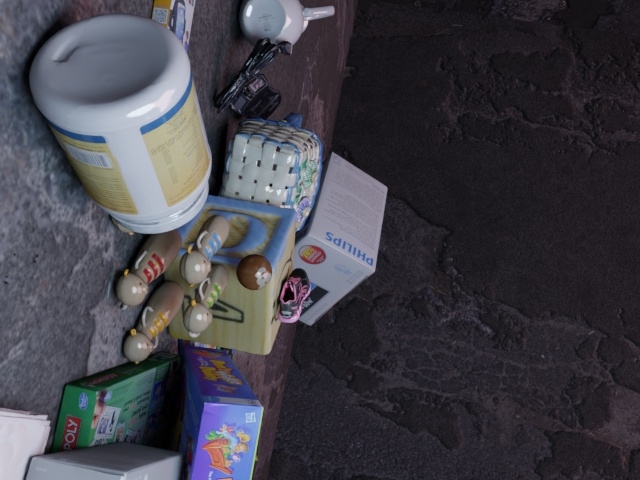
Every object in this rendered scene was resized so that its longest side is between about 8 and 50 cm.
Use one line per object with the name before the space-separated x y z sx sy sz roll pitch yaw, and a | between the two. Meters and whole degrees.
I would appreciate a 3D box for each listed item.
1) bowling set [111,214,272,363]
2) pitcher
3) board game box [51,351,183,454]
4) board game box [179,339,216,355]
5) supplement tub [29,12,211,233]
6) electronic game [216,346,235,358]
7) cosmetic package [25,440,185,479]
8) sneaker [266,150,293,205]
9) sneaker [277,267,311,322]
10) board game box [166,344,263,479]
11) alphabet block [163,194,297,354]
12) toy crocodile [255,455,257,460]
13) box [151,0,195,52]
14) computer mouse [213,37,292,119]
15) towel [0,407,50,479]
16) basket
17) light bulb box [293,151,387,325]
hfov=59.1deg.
bowling set | -0.179 0.047 0.795 0.154 0.199 0.287 -71 165 -53
pitcher | -0.066 -0.453 1.141 0.207 0.177 0.126 -68 146 -69
board game box | -0.289 0.289 0.819 0.317 0.046 0.214 45 56 -84
board game box | -0.250 0.227 1.162 0.136 0.035 0.201 -70 169 -62
supplement tub | -0.193 -0.111 0.587 0.200 0.144 0.145 92 10 -58
electronic game | -0.223 0.211 1.355 0.229 0.048 0.230 10 90 -84
cosmetic package | -0.234 0.298 0.621 0.238 0.107 0.127 75 23 -74
sneaker | -0.123 -0.136 1.639 0.163 0.086 0.226 107 -12 -56
sneaker | -0.047 0.085 0.991 0.119 0.047 0.057 -76 162 -47
board game box | -0.179 0.313 0.862 0.347 0.078 0.234 -174 -86 -72
alphabet block | -0.157 0.058 1.011 0.192 0.193 0.197 -70 169 -53
toy crocodile | -0.265 0.757 1.589 0.115 0.105 0.341 91 11 -57
box | -0.201 -0.308 0.771 0.081 0.028 0.136 -5 106 -84
computer mouse | -0.122 -0.325 1.129 0.184 0.060 0.262 -46 175 12
towel | -0.325 0.281 0.392 0.317 0.053 0.332 83 17 -69
basket | -0.102 -0.129 1.179 0.289 0.200 0.255 -78 -178 -71
light bulb box | 0.000 0.000 1.707 0.358 0.225 0.361 -45 -158 43
